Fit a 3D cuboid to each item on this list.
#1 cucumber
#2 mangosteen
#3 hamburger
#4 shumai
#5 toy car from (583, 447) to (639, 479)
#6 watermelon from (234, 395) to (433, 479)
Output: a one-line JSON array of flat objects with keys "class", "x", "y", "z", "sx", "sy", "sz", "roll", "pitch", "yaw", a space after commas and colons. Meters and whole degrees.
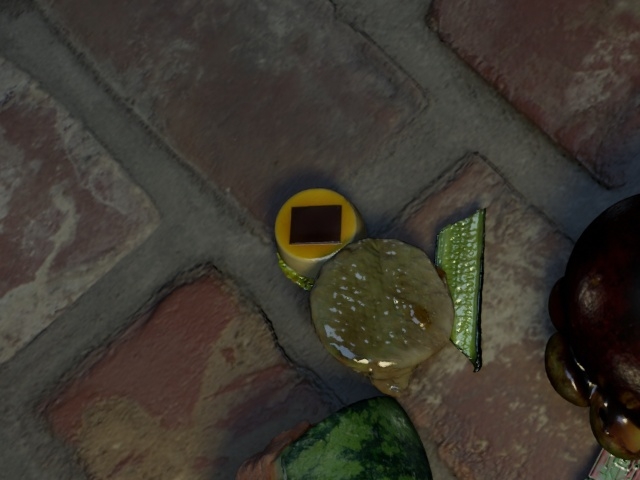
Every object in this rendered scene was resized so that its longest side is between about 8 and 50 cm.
[{"class": "cucumber", "x": 0.183, "y": 0.067, "z": 1.889, "sx": 0.070, "sy": 0.046, "sz": 0.220, "roll": 1, "pitch": 76, "yaw": 11}, {"class": "mangosteen", "x": 0.411, "y": 0.103, "z": 1.734, "sx": 0.347, "sy": 0.307, "sz": 0.307, "roll": -44, "pitch": 73, "yaw": 27}, {"class": "hamburger", "x": 0.000, "y": 0.000, "z": 1.914, "sx": 0.126, "sy": 0.081, "sz": 0.141, "roll": -17, "pitch": 63, "yaw": 3}, {"class": "shumai", "x": 0.076, "y": 0.102, "z": 1.855, "sx": 0.201, "sy": 0.120, "sz": 0.201, "roll": 5, "pitch": 64, "yaw": -9}, {"class": "toy car", "x": 0.375, "y": 0.296, "z": 1.803, "sx": 0.069, "sy": 0.055, "sz": 0.142, "roll": 28, "pitch": 69, "yaw": 13}, {"class": "watermelon", "x": 0.007, "y": 0.369, "z": 1.778, "sx": 0.292, "sy": 0.283, "sz": 0.250, "roll": -49, "pitch": 58, "yaw": 22}]
